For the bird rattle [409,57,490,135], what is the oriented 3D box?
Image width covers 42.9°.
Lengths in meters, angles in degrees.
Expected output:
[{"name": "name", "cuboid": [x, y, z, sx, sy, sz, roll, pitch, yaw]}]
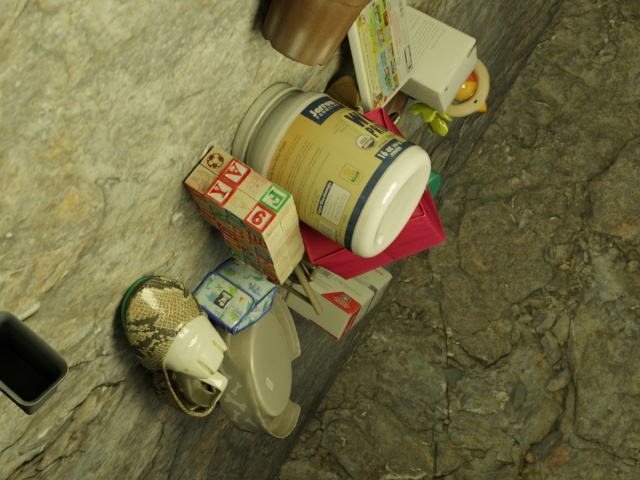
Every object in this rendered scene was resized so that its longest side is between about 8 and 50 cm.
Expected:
[{"name": "bird rattle", "cuboid": [0.318, -0.393, 2.040, 0.143, 0.207, 0.253, 40, 49, -72]}]

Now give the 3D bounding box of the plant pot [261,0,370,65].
[{"name": "plant pot", "cuboid": [-0.006, -0.376, 1.287, 0.167, 0.167, 0.165, -36, 160, -54]}]

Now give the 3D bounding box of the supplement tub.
[{"name": "supplement tub", "cuboid": [0.017, -0.135, 1.503, 0.228, 0.316, 0.228, -50, 162, -24]}]

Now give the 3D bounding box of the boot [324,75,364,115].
[{"name": "boot", "cuboid": [0.066, -0.295, 1.797, 0.165, 0.077, 0.213, -41, 163, -44]}]

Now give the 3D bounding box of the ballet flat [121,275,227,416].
[{"name": "ballet flat", "cuboid": [-0.262, 0.232, 1.620, 0.164, 0.182, 0.482, -49, 162, -26]}]

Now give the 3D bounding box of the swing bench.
[{"name": "swing bench", "cuboid": [0.000, 0.000, 2.020, 0.253, 0.165, 0.254, -50, 157, -25]}]

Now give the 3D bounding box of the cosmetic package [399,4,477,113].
[{"name": "cosmetic package", "cuboid": [0.248, -0.420, 1.907, 0.151, 0.184, 0.151, -56, 164, -2]}]

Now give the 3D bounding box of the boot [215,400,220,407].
[{"name": "boot", "cuboid": [-0.238, 0.319, 2.060, 0.178, 0.085, 0.236, -65, 163, 8]}]

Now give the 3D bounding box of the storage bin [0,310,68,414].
[{"name": "storage bin", "cuboid": [-0.427, 0.184, 1.135, 0.098, 0.135, 0.091, -47, 171, -34]}]

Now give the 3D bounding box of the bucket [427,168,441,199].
[{"name": "bucket", "cuboid": [0.206, -0.131, 2.339, 0.281, 0.183, 0.281, -51, 163, -22]}]

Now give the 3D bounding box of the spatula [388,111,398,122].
[{"name": "spatula", "cuboid": [0.093, -0.224, 1.984, 0.296, 0.084, 0.030, -42, 120, -24]}]

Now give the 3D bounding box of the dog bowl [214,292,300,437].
[{"name": "dog bowl", "cuboid": [-0.147, 0.292, 1.923, 0.349, 0.102, 0.348, -10, 90, -72]}]

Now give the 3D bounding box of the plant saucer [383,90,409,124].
[{"name": "plant saucer", "cuboid": [0.166, -0.332, 2.105, 0.198, 0.036, 0.198, -52, 164, -21]}]

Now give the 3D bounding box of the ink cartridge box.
[{"name": "ink cartridge box", "cuboid": [0.057, 0.141, 2.385, 0.273, 0.197, 0.114, -36, 155, -52]}]

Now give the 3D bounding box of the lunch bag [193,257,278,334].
[{"name": "lunch bag", "cuboid": [-0.187, 0.123, 1.735, 0.151, 0.129, 0.096, -40, 155, -43]}]

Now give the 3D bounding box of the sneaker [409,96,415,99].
[{"name": "sneaker", "cuboid": [0.284, -0.415, 2.206, 0.083, 0.087, 0.221, -59, 164, 6]}]

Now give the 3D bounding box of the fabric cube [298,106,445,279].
[{"name": "fabric cube", "cuboid": [0.091, -0.090, 1.736, 0.259, 0.254, 0.258, -22, 163, 12]}]

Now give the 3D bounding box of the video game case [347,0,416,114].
[{"name": "video game case", "cuboid": [0.130, -0.404, 1.699, 0.206, 0.026, 0.227, -50, 140, -37]}]

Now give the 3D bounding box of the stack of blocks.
[{"name": "stack of blocks", "cuboid": [-0.131, -0.037, 1.517, 0.087, 0.171, 0.297, -53, 165, -15]}]
